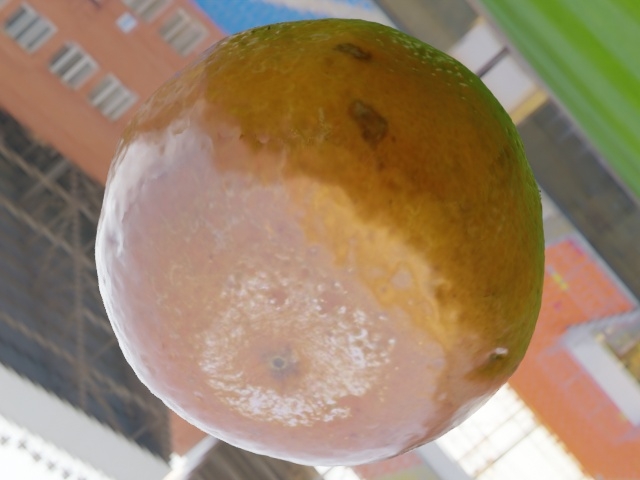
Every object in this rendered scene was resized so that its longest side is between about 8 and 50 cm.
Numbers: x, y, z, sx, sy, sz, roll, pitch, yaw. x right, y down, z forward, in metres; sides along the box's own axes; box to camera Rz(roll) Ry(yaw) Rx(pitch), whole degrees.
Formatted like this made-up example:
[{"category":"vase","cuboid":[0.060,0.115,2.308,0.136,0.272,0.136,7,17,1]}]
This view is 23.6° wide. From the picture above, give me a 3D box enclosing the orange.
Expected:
[{"category":"orange","cuboid":[0.000,0.000,0.734,0.224,0.224,0.170,46,-146,-19]}]
